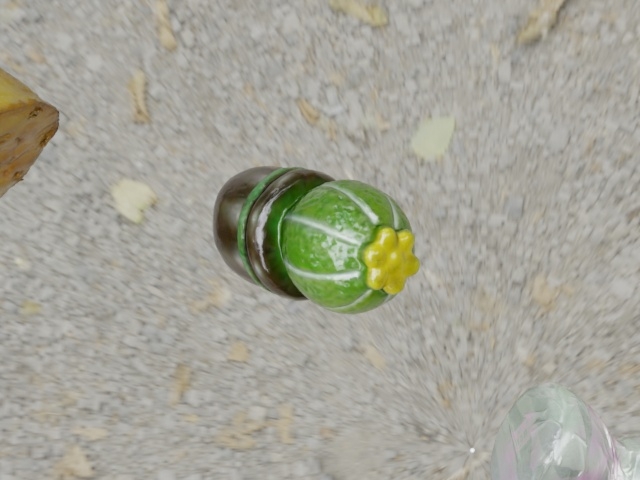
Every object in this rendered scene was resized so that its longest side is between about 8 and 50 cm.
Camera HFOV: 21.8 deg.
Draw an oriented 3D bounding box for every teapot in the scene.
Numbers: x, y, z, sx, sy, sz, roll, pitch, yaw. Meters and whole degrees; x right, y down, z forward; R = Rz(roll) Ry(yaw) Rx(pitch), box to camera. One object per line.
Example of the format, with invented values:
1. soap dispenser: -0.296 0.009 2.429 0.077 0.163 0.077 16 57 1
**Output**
1. teapot: 0.118 0.113 0.809 0.064 0.064 0.083 24 124 -16

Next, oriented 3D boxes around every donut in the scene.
1. donut: -0.157 -0.036 0.674 0.043 0.108 0.097 49 121 6

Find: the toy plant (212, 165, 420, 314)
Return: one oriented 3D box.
1. toy plant: 0.000 0.000 1.115 0.162 0.093 0.092 18 83 50
